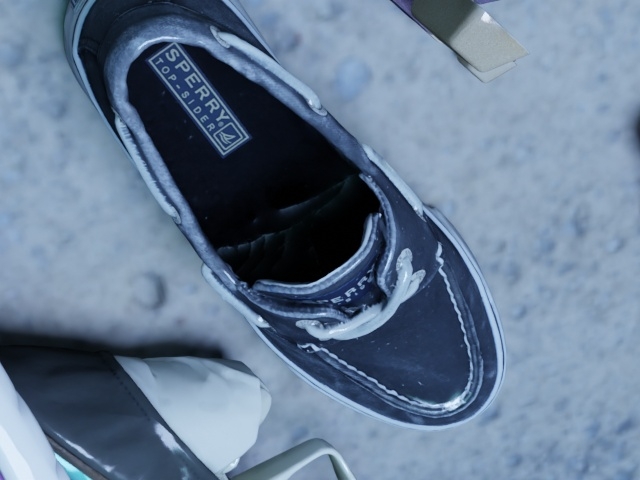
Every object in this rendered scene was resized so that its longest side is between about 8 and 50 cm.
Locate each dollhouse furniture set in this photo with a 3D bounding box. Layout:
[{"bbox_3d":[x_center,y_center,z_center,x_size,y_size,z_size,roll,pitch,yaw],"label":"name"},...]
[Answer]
[{"bbox_3d":[0.085,-0.109,0.733,0.091,0.114,0.081,38,97,-28],"label":"dollhouse furniture set"}]

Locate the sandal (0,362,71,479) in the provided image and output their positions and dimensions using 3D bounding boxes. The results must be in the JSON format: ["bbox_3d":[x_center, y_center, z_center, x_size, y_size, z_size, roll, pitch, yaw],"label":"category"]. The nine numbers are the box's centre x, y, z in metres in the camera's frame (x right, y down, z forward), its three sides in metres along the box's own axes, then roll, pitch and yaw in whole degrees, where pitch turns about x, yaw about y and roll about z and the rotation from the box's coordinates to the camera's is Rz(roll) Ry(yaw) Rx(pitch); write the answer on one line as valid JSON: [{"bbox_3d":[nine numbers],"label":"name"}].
[{"bbox_3d":[-0.165,0.189,0.773,0.102,0.169,0.416,-35,130,-34],"label":"sandal"}]

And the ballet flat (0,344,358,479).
[{"bbox_3d":[-0.047,0.116,0.828,0.096,0.095,0.280,-47,119,-6],"label":"ballet flat"}]

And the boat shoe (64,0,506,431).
[{"bbox_3d":[0.000,0.000,0.770,0.108,0.102,0.301,-35,122,3],"label":"boat shoe"}]
